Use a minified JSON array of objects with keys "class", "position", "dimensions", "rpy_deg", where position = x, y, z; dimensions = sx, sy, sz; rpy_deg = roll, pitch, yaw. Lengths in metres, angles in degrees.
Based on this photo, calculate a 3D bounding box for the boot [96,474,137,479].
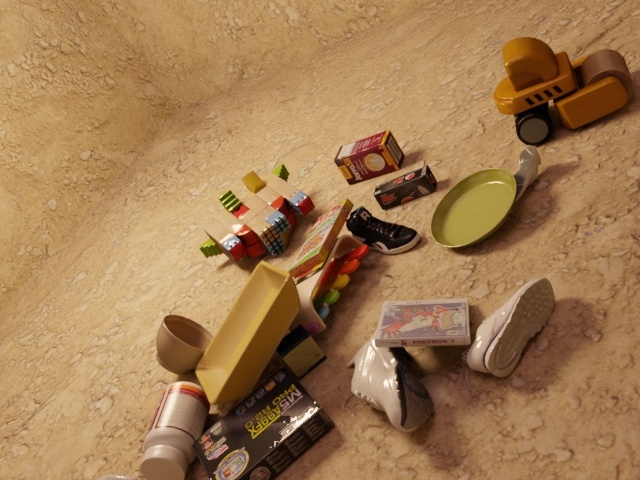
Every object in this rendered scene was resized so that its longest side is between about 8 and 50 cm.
[{"class":"boot","position":[-0.531,0.609,1.711],"dimensions":[0.258,0.095,0.123],"rpy_deg":[-14,26,20]}]

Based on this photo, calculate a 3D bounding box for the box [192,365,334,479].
[{"class":"box","position":[-0.127,0.412,1.589],"dimensions":[0.270,0.060,0.216],"rpy_deg":[-39,26,-9]}]

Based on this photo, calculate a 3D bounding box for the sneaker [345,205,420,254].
[{"class":"sneaker","position":[0.146,-0.032,1.939],"dimensions":[0.216,0.121,0.079],"rpy_deg":[-1,43,48]}]

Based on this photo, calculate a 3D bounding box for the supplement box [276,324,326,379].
[{"class":"supplement box","position":[-0.047,0.257,1.726],"dimensions":[0.083,0.083,0.056],"rpy_deg":[-38,26,-7]}]

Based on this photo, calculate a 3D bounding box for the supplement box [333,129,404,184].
[{"class":"supplement box","position":[0.150,-0.256,2.317],"dimensions":[0.188,0.104,0.081],"rpy_deg":[-16,33,34]}]

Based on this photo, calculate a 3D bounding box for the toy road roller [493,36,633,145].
[{"class":"toy road roller","position":[0.604,-0.420,1.922],"dimensions":[0.329,0.241,0.203],"rpy_deg":[-21,30,25]}]

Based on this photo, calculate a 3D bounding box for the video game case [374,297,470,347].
[{"class":"video game case","position":[0.210,0.165,1.523],"dimensions":[0.183,0.023,0.201],"rpy_deg":[-3,17,11]}]

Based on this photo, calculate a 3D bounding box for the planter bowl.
[{"class":"planter bowl","position":[-0.370,0.287,1.988],"dimensions":[0.109,0.162,0.162],"rpy_deg":[-58,25,11]}]

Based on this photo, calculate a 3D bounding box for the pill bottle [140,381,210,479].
[{"class":"pill bottle","position":[-0.331,0.439,1.708],"dimensions":[0.121,0.121,0.221],"rpy_deg":[-23,29,22]}]

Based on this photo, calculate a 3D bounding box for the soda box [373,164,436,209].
[{"class":"soda box","position":[0.236,-0.146,2.091],"dimensions":[0.168,0.060,0.053],"rpy_deg":[-21,29,27]}]

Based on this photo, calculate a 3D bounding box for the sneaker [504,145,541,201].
[{"class":"sneaker","position":[0.498,-0.150,1.818],"dimensions":[0.053,0.061,0.152],"rpy_deg":[18,76,49]}]

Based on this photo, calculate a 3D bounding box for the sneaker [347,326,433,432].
[{"class":"sneaker","position":[0.130,0.292,1.478],"dimensions":[0.129,0.111,0.297],"rpy_deg":[-43,19,9]}]

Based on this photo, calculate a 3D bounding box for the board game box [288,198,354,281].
[{"class":"board game box","position":[0.000,0.000,1.955],"dimensions":[0.124,0.039,0.259],"rpy_deg":[-33,22,41]}]

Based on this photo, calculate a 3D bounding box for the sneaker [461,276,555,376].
[{"class":"sneaker","position":[0.361,0.156,1.439],"dimensions":[0.235,0.090,0.094],"rpy_deg":[-45,19,-22]}]

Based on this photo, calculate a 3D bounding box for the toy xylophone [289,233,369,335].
[{"class":"toy xylophone","position":[-0.011,0.113,1.916],"dimensions":[0.236,0.081,0.323],"rpy_deg":[-24,28,52]}]

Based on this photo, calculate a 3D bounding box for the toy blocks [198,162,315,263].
[{"class":"toy blocks","position":[-0.180,-0.052,2.315],"dimensions":[0.381,0.191,0.261],"rpy_deg":[-40,38,-12]}]

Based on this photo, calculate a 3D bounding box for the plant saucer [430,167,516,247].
[{"class":"plant saucer","position":[0.374,-0.072,1.803],"dimensions":[0.241,0.037,0.241],"rpy_deg":[-34,32,24]}]

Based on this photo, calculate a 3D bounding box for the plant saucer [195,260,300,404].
[{"class":"plant saucer","position":[-0.165,0.222,1.786],"dimensions":[0.333,0.081,0.333],"rpy_deg":[-59,16,-5]}]
